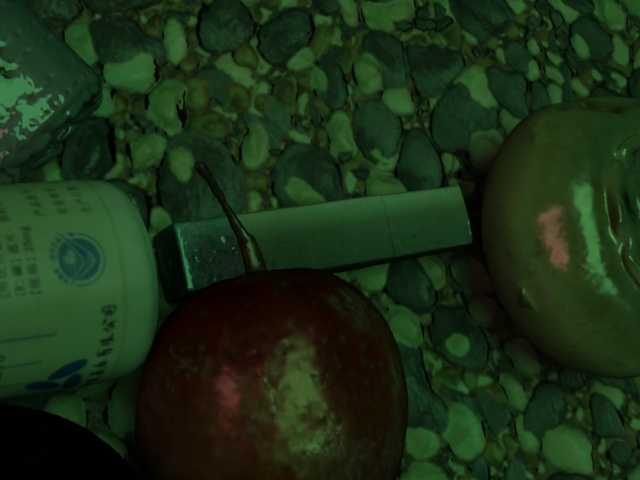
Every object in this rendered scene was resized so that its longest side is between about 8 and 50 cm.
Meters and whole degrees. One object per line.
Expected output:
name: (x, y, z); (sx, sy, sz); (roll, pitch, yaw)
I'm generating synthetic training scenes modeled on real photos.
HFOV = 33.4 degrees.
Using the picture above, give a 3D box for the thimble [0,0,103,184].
thimble: (-0.269, -0.116, 0.906); (0.118, 0.127, 0.151); (43, 76, -8)

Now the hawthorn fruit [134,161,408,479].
hawthorn fruit: (-0.030, 0.128, 0.890); (0.235, 0.263, 0.231); (15, 29, -27)

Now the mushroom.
mushroom: (0.333, -0.030, 1.072); (0.314, 0.336, 0.314); (12, 64, -26)

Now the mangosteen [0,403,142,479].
mangosteen: (-0.235, 0.271, 0.761); (0.297, 0.293, 0.297); (24, 41, -23)

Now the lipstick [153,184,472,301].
lipstick: (0.000, 0.000, 1.047); (0.317, 0.066, 0.068); (-9, 81, -28)

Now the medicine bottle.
medicine bottle: (-0.285, 0.044, 0.809); (0.293, 0.170, 0.170); (-6, 80, -33)
